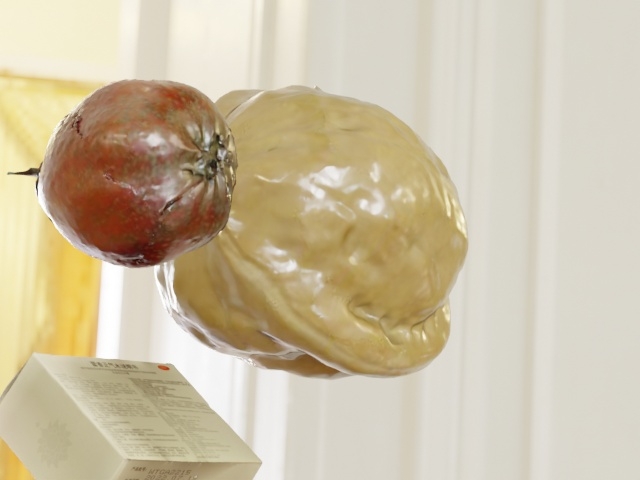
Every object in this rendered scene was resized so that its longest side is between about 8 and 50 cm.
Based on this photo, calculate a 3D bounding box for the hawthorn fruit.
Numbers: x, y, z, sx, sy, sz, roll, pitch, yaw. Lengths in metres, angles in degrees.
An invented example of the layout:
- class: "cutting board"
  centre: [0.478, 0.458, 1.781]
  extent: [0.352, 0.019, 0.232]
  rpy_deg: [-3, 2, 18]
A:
- class: "hawthorn fruit"
  centre: [-0.193, -0.066, 1.770]
  extent: [0.235, 0.181, 0.181]
  rpy_deg: [2, -7, 29]

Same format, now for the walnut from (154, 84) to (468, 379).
- class: "walnut"
  centre: [-0.015, -0.002, 2.176]
  extent: [0.383, 0.383, 0.383]
  rpy_deg: [3, -8, 0]

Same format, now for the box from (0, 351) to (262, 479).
- class: "box"
  centre: [-0.189, 0.197, 1.824]
  extent: [0.168, 0.095, 0.212]
  rpy_deg: [46, 20, 31]
